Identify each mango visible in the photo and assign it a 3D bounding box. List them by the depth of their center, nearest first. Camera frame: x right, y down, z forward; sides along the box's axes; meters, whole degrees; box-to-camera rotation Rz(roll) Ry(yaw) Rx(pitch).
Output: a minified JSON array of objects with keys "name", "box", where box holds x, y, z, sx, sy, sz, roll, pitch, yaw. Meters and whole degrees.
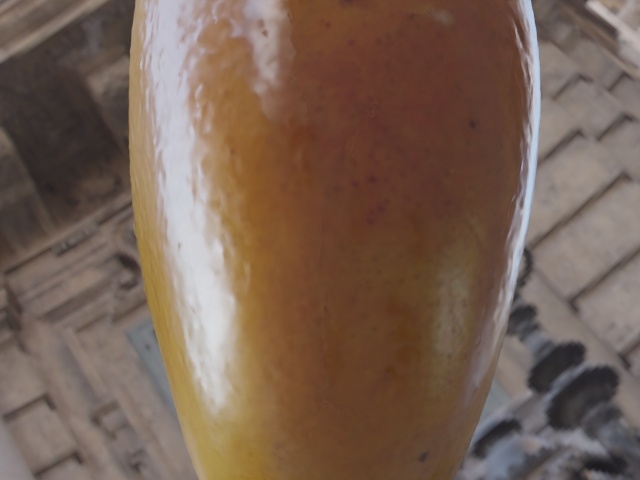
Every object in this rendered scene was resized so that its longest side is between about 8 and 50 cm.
[{"name":"mango","box":[0.000,0.000,0.582,0.138,0.187,0.257,1,-100,-32]}]
